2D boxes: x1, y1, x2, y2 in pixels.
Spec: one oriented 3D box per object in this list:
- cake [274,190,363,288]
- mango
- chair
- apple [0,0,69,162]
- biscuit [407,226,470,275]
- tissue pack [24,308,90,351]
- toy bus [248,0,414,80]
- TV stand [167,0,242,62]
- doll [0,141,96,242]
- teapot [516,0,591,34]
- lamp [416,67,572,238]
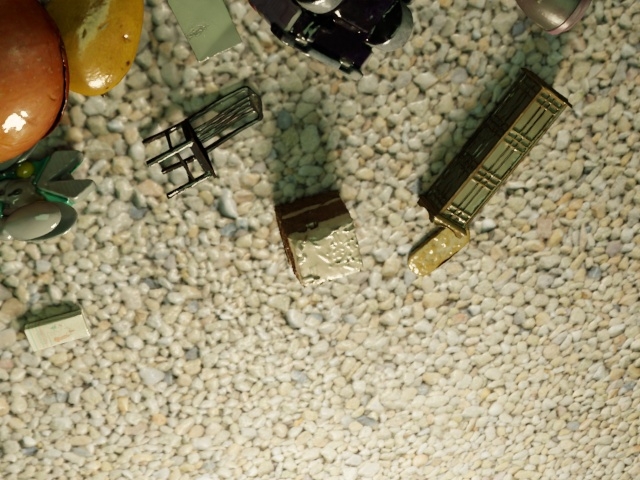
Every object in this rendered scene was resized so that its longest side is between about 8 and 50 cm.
[{"bbox_3d":[0.000,0.000,1.645,0.135,0.147,0.134,-19,126,-7],"label":"cake"},{"bbox_3d":[-0.342,-0.328,1.353,0.147,0.109,0.227,11,116,-19],"label":"mango"},{"bbox_3d":[-0.185,-0.169,1.508,0.212,0.101,0.084,-27,125,2],"label":"chair"},{"bbox_3d":[-0.492,-0.238,1.276,0.272,0.206,0.251,-29,93,42],"label":"apple"},{"bbox_3d":[0.239,0.016,1.810,0.147,0.018,0.071,-39,122,11],"label":"biscuit"},{"bbox_3d":[-0.488,0.167,1.672,0.108,0.023,0.056,-14,124,-8],"label":"tissue pack"},{"bbox_3d":[0.078,-0.486,1.297,0.209,0.249,0.440,14,121,-52],"label":"toy bus"},{"bbox_3d":[-0.211,-0.410,1.355,0.083,0.088,0.269,-26,125,0],"label":"TV stand"},{"bbox_3d":[-0.486,-0.060,1.440,0.195,0.153,0.258,40,82,-4],"label":"doll"},{"bbox_3d":[0.385,-0.439,1.513,0.146,0.116,0.148,26,116,-17],"label":"teapot"},{"bbox_3d":[0.320,-0.160,1.681,0.090,0.089,0.325,27,110,-30],"label":"lamp"}]
